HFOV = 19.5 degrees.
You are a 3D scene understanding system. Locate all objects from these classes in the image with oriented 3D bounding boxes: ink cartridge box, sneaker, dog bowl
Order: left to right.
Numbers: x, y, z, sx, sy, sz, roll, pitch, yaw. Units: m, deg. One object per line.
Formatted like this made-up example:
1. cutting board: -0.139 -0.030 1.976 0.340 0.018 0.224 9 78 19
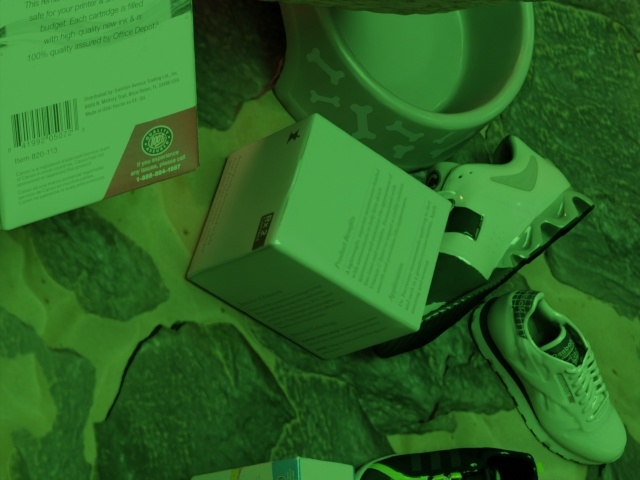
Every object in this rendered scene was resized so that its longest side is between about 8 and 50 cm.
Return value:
1. ink cartridge box: -0.219 -0.178 1.564 0.207 0.117 0.283 -19 121 -33
2. ink cartridge box: -0.049 0.256 1.705 0.090 0.143 0.092 16 66 -52
3. dog bowl: 0.084 -0.252 1.980 0.349 0.102 0.348 11 70 -33
4. sneaker: 0.126 0.242 1.859 0.235 0.097 0.084 -11 82 -39
5. sneaker: 0.136 0.000 1.945 0.146 0.122 0.330 49 51 5
6. sneaker: 0.261 0.150 1.994 0.235 0.095 0.090 48 52 -17

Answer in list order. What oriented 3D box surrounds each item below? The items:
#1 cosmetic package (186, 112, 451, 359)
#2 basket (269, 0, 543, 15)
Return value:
1. cosmetic package: 0.000 0.000 1.804 0.184 0.151 0.151 32 58 -26
2. basket: 0.045 -0.384 1.722 0.331 0.266 0.328 2 90 -25
